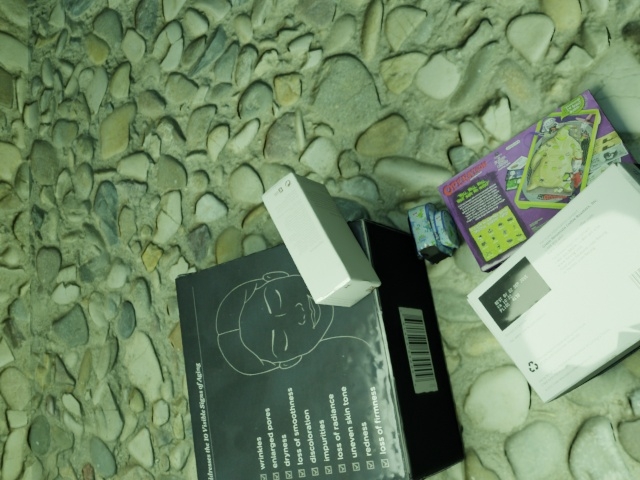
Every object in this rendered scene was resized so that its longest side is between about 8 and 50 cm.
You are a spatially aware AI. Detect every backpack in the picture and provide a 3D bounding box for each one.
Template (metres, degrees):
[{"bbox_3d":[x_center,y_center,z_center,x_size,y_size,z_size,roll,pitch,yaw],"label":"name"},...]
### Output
[{"bbox_3d":[0.234,-0.021,1.417,0.084,0.105,0.114,-24,70,22],"label":"backpack"}]

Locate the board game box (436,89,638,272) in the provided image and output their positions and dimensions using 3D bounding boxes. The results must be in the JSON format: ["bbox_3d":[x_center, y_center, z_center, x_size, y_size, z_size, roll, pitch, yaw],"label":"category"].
[{"bbox_3d":[0.421,-0.109,1.346,0.346,0.056,0.208,-33,72,24],"label":"board game box"}]

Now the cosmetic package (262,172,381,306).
[{"bbox_3d":[0.000,0.000,1.214,0.085,0.117,0.231,-38,64,23],"label":"cosmetic package"}]

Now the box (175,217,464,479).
[{"bbox_3d":[-0.013,0.257,1.421,0.471,0.297,0.480,-16,75,27],"label":"box"}]

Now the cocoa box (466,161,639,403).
[{"bbox_3d":[0.472,0.067,1.143,0.347,0.228,0.231,-50,61,34],"label":"cocoa box"}]
